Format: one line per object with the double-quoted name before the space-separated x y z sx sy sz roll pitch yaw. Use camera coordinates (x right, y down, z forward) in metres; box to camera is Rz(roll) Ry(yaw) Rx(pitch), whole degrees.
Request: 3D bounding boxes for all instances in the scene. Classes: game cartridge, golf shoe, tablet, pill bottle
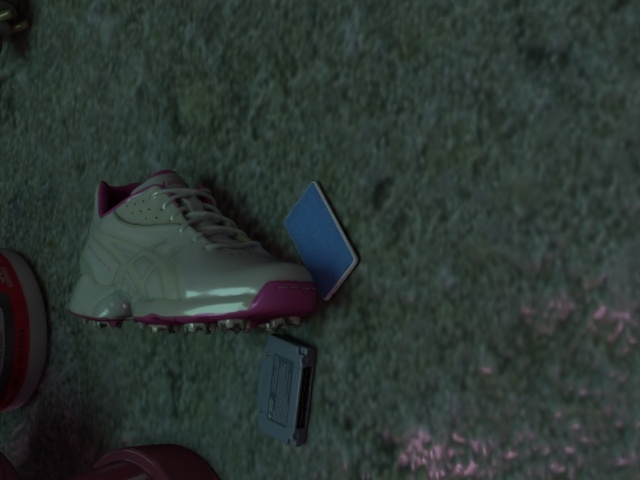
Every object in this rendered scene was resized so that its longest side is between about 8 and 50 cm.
"game cartridge" -0.030 0.120 1.255 0.056 0.017 0.083 18 105 46
"golf shoe" -0.115 0.009 1.284 0.306 0.115 0.140 2 89 50
"tablet" 0.000 0.000 1.221 0.054 0.006 0.083 -53 51 38
"pill bottle" -0.449 0.096 1.532 0.176 0.319 0.176 2 92 50

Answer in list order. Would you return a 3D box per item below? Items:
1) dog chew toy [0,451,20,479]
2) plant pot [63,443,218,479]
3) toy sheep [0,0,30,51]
"dog chew toy" -0.378 0.266 1.493 0.332 0.207 0.206 64 -174 -69
"plant pot" -0.195 0.284 1.335 0.201 0.180 0.201 3 95 50
"toy sheep" -0.352 -0.247 1.590 0.091 0.091 0.132 -32 63 47
